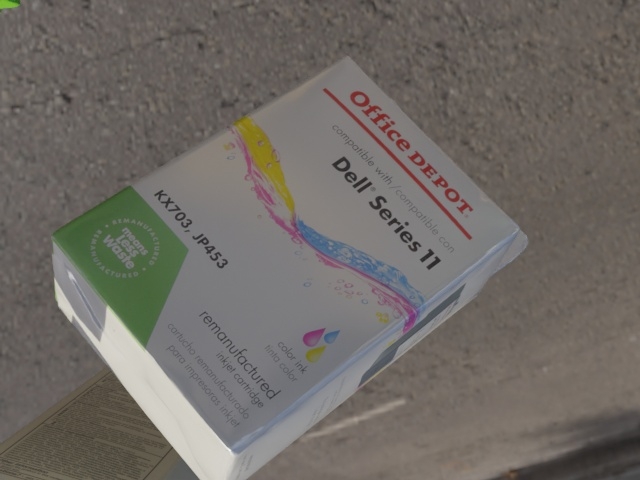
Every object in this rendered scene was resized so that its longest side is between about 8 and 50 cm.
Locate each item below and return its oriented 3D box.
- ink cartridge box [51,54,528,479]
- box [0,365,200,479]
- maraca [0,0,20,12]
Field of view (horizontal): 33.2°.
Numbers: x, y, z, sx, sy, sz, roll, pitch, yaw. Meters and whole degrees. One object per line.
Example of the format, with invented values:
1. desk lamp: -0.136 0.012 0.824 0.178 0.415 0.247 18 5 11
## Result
1. ink cartridge box: 0.000 0.000 0.824 0.353 0.207 0.119 -35 163 -26
2. box: -0.194 0.222 0.970 0.148 0.121 0.311 14 -169 9
3. maraca: -0.416 -0.271 1.141 0.186 0.099 0.127 3 171 -12
